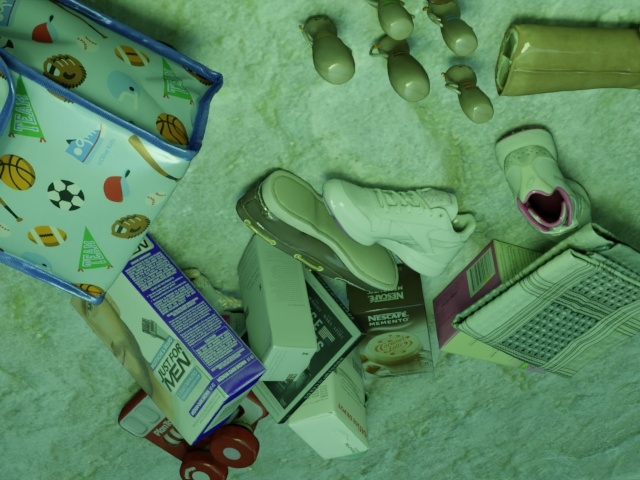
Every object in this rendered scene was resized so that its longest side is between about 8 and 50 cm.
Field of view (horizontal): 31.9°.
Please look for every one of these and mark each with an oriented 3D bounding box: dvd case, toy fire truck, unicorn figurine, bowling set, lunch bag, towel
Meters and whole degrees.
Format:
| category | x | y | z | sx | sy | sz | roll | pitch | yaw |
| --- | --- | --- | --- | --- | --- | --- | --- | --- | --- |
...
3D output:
| category | x | y | z | sx | sy | sz | roll | pitch | yaw |
| --- | --- | --- | --- | --- | --- | --- | --- | --- | --- |
| dvd case | -0.049 | 0.185 | 2.018 | 0.239 | 0.179 | 0.029 | -49 | 155 | 18 |
| toy fire truck | -0.254 | 0.362 | 2.312 | 0.254 | 0.169 | 0.302 | 34 | 131 | -15 |
| unicorn figurine | -0.204 | 0.105 | 2.043 | 0.111 | 0.060 | 0.162 | -23 | 139 | 24 |
| bowling set | 0.136 | -0.294 | 1.516 | 0.287 | 0.154 | 0.200 | 15 | 120 | -21 |
| lunch bag | -0.377 | -0.139 | 1.446 | 0.385 | 0.239 | 0.328 | 29 | 126 | -15 |
| towel | 0.446 | 0.121 | 1.939 | 0.312 | 0.056 | 0.324 | 26 | 129 | -32 |

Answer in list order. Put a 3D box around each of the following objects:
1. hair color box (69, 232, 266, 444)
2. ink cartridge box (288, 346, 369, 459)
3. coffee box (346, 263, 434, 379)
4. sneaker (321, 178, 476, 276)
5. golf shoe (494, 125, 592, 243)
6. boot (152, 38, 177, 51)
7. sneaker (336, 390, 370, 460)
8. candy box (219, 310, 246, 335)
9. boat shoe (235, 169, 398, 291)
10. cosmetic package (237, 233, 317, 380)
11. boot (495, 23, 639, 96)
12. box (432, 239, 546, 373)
| category | x | y | z | sx | sy | sz | roll | pitch | yaw |
| --- | --- | --- | --- | --- | --- | --- | --- | --- | --- |
| hair color box | -0.265 | 0.160 | 1.905 | 0.110 | 0.339 | 0.185 | -30 | 163 | -42 |
| ink cartridge box | 0.011 | 0.274 | 2.137 | 0.100 | 0.237 | 0.172 | -18 | 140 | 18 |
| coffee box | 0.132 | 0.156 | 2.108 | 0.141 | 0.098 | 0.246 | -9 | 143 | 5 |
| sneaker | 0.131 | -0.051 | 1.854 | 0.305 | 0.114 | 0.152 | 24 | 121 | -38 |
| golf shoe | 0.373 | -0.052 | 1.828 | 0.115 | 0.140 | 0.306 | -23 | 140 | 21 |
| boot | -0.367 | -0.197 | 1.614 | 0.338 | 0.118 | 0.223 | -7 | 136 | -7 |
| sneaker | 0.066 | 0.394 | 2.421 | 0.151 | 0.094 | 0.256 | -28 | 138 | 24 |
| candy box | -0.206 | 0.206 | 2.165 | 0.233 | 0.071 | 0.159 | 1 | 142 | -8 |
| boat shoe | 0.000 | 0.000 | 1.885 | 0.096 | 0.116 | 0.324 | -28 | 133 | 35 |
| cosmetic package | -0.077 | 0.114 | 1.923 | 0.085 | 0.231 | 0.117 | 4 | 142 | -20 |
| boot | 0.400 | -0.283 | 1.569 | 0.269 | 0.089 | 0.236 | 1 | 142 | -4 |
| box | 0.370 | 0.128 | 2.080 | 0.243 | 0.117 | 0.213 | 15 | 139 | -22 |
